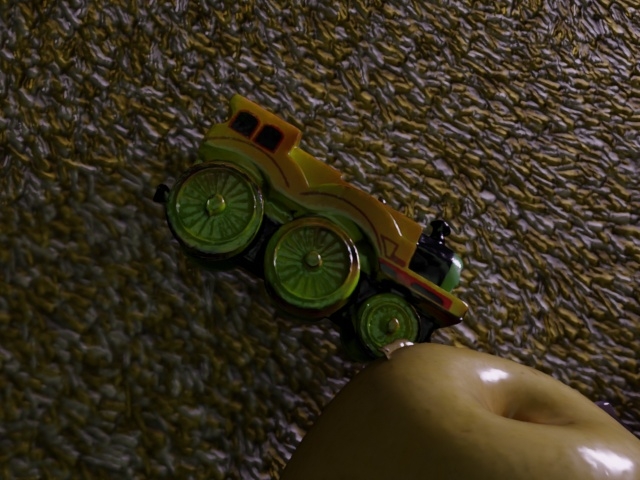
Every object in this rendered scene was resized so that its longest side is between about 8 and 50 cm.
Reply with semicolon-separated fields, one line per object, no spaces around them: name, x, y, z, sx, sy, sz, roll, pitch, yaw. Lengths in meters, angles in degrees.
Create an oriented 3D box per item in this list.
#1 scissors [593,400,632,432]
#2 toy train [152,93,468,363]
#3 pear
scissors;0.205;0.210;0.555;0.212;0.021;0.111;3;79;-9
toy train;0.000;0.000;0.531;0.296;0.100;0.161;32;72;-1
pear;0.105;0.229;0.388;0.308;0.309;0.310;2;76;-9
